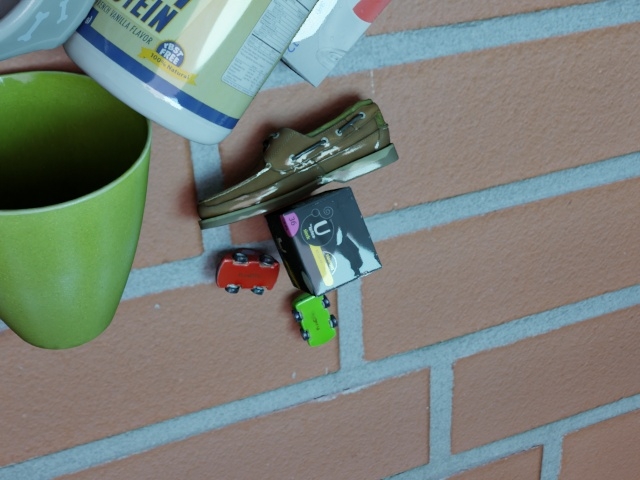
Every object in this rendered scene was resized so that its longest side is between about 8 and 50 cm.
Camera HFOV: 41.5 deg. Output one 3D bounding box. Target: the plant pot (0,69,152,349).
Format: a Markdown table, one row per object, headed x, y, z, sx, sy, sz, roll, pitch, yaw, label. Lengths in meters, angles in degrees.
| x | y | z | sx | sy | sz | roll | pitch | yaw | label |
| --- | --- | --- | --- | --- | --- | --- | --- | --- | --- |
| -0.339 | -0.011 | 1.041 | 0.274 | 0.275 | 0.294 | -12 | 135 | -18 | plant pot |

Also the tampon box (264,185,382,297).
| x | y | z | sx | sy | sz | roll | pitch | yaw | label |
| --- | --- | --- | --- | --- | --- | --- | --- | --- | --- |
| 0.000 | 0.000 | 1.172 | 0.101 | 0.161 | 0.120 | -24 | 96 | -11 | tampon box |

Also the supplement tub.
| x | y | z | sx | sy | sz | roll | pitch | yaw | label |
| --- | --- | --- | --- | --- | --- | --- | --- | --- | --- |
| -0.127 | -0.297 | 0.984 | 0.228 | 0.228 | 0.316 | 29 | 101 | -33 | supplement tub |

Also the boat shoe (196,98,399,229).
| x | y | z | sx | sy | sz | roll | pitch | yaw | label |
| --- | --- | --- | --- | --- | --- | --- | --- | --- | --- |
| -0.044 | -0.110 | 1.203 | 0.307 | 0.110 | 0.104 | -24 | 99 | -16 | boat shoe |

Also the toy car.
| x | y | z | sx | sy | sz | roll | pitch | yaw | label |
| --- | --- | --- | --- | --- | --- | --- | --- | --- | --- |
| -0.033 | 0.069 | 1.321 | 0.239 | 0.053 | 0.225 | -25 | 123 | -10 | toy car |

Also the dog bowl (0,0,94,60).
| x | y | z | sx | sy | sz | roll | pitch | yaw | label |
| --- | --- | --- | --- | --- | --- | --- | --- | --- | --- |
| -0.390 | -0.333 | 0.840 | 0.348 | 0.102 | 0.349 | 0 | 102 | 0 | dog bowl |

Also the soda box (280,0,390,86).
| x | y | z | sx | sy | sz | roll | pitch | yaw | label |
| --- | --- | --- | --- | --- | --- | --- | --- | --- | --- |
| 0.041 | -0.347 | 1.113 | 0.286 | 0.098 | 0.091 | -49 | 124 | 4 | soda box |
